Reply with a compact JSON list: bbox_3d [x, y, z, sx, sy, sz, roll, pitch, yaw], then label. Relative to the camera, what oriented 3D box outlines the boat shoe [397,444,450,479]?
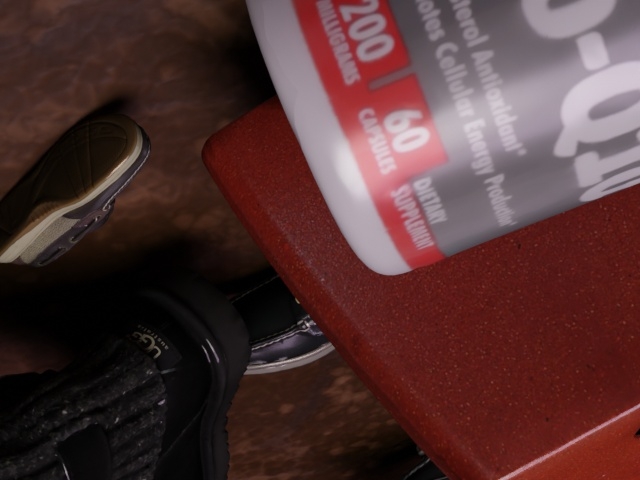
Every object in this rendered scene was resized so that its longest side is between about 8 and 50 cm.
[{"bbox_3d":[0.160,0.257,1.104,0.306,0.105,0.113,-23,139,-7],"label":"boat shoe"}]

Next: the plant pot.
[{"bbox_3d":[0.133,0.027,0.566,0.267,0.235,0.267,-30,144,5],"label":"plant pot"}]

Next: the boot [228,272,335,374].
[{"bbox_3d":[0.000,-0.002,0.732,0.236,0.085,0.178,-22,139,1],"label":"boot"}]

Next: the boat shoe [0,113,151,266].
[{"bbox_3d":[-0.161,-0.030,0.648,0.152,0.056,0.049,-30,148,29],"label":"boat shoe"}]

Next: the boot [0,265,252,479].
[{"bbox_3d":[-0.194,0.191,0.740,0.260,0.131,0.348,-42,157,-38],"label":"boot"}]

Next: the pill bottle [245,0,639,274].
[{"bbox_3d":[0.125,-0.106,0.398,0.283,0.161,0.161,-22,143,10],"label":"pill bottle"}]
